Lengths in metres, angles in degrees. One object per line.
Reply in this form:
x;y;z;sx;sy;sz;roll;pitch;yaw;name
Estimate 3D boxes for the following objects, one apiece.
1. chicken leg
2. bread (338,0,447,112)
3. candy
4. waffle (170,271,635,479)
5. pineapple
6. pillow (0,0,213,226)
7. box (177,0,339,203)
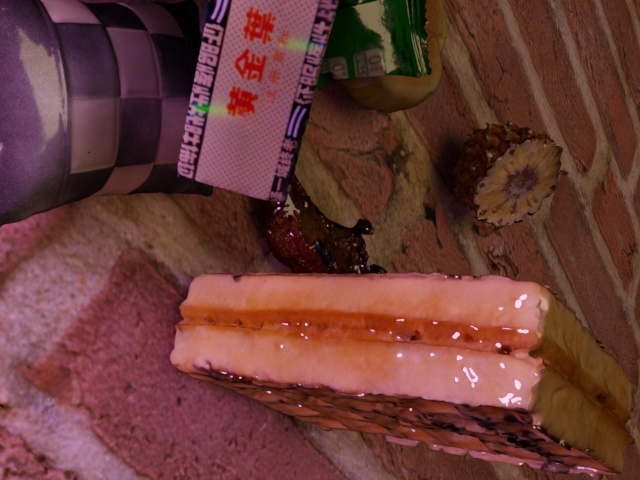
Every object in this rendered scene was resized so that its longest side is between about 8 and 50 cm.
0.000;0.000;0.879;0.234;0.063;0.105;32;60;-45;chicken leg
0.071;-0.262;0.941;0.213;0.105;0.213;-4;95;-49;bread
0.014;-0.230;0.817;0.078;0.203;0.141;-48;127;-83;candy
0.074;0.126;0.722;0.261;0.376;0.114;40;59;-45;waffle
0.263;-0.119;1.164;0.176;0.137;0.161;9;121;-38;pineapple
-0.180;-0.112;0.626;0.250;0.106;0.185;-15;106;-55;pillow
-0.037;-0.182;0.635;0.310;0.084;0.198;-89;-166;-65;box
